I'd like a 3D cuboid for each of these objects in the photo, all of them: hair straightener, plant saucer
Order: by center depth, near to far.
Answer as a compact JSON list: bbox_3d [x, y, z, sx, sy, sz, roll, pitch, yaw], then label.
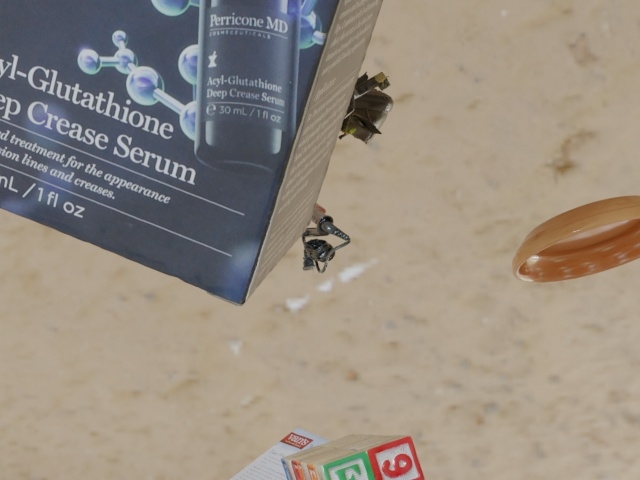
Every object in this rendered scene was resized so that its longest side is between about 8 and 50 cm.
[{"bbox_3d":[0.313,-0.003,1.550,0.199,0.037,0.200,-12,162,-4],"label":"plant saucer"},{"bbox_3d":[0.000,0.000,1.803,0.047,0.089,0.230,-4,-171,-16],"label":"hair straightener"}]

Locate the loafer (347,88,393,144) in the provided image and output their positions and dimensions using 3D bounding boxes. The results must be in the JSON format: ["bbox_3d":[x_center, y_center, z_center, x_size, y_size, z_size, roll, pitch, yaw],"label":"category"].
[{"bbox_3d":[-0.017,-0.152,1.619,0.220,0.080,0.078,6,107,-22],"label":"loafer"}]

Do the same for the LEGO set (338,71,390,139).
[{"bbox_3d":[-0.110,-0.170,1.455,0.331,0.255,0.192,36,163,17],"label":"LEGO set"}]

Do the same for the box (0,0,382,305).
[{"bbox_3d":[-0.113,-0.198,1.105,0.293,0.212,0.396,21,112,7],"label":"box"}]

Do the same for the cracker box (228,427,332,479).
[{"bbox_3d":[-0.055,0.326,1.595,0.155,0.232,0.067,13,130,52],"label":"cracker box"}]

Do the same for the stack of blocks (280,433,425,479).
[{"bbox_3d":[0.043,0.284,1.323,0.087,0.171,0.297,-17,176,-10],"label":"stack of blocks"}]
